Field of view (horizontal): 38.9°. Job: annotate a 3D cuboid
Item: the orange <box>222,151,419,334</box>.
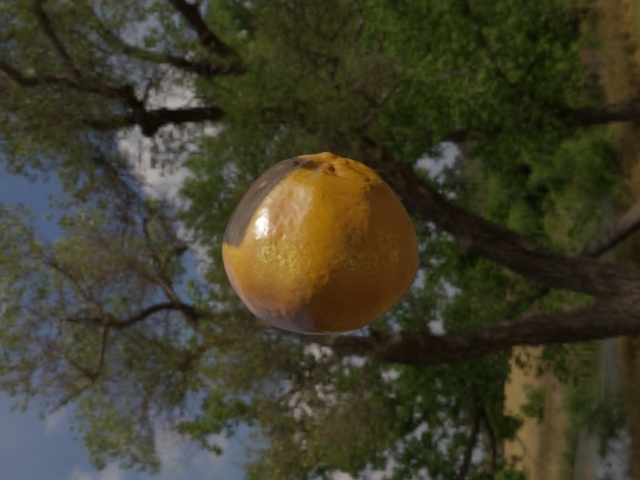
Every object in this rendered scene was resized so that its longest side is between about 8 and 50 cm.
[{"bbox_3d":[0.000,0.000,0.720,0.159,0.159,0.136,-53,-33,-67],"label":"orange"}]
